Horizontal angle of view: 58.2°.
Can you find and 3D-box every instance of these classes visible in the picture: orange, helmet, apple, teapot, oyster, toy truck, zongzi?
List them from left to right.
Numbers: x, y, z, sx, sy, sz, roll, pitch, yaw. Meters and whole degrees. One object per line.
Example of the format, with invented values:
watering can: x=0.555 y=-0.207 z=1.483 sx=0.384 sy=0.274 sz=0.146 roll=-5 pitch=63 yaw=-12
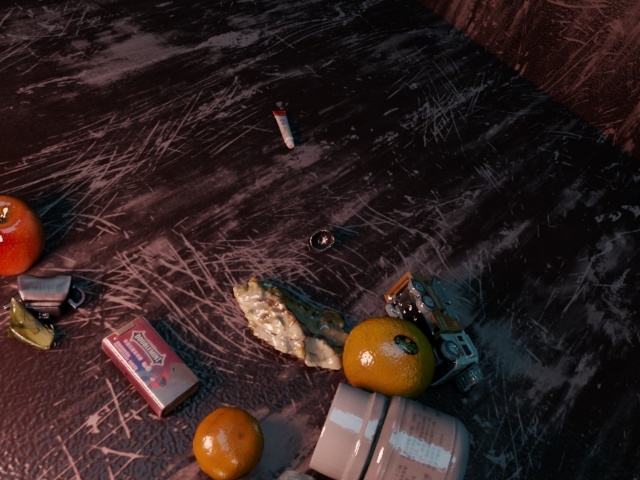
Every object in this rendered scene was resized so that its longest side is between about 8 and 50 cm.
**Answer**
apple: x=-0.761 y=-0.011 z=1.391 sx=0.181 sy=0.168 sz=0.181 roll=11 pitch=55 yaw=-16
zongzi: x=-0.650 y=0.191 z=1.300 sx=0.109 sy=0.119 sz=0.055 roll=23 pitch=36 yaw=-1
teapot: x=-0.652 y=0.142 z=1.362 sx=0.177 sy=0.087 sz=0.096 roll=2 pitch=57 yaw=-18
orange: x=-0.201 y=0.445 z=1.257 sx=0.156 sy=0.124 sz=0.156 roll=20 pitch=50 yaw=-26
oyster: x=-0.072 y=0.205 z=1.504 sx=0.355 sy=0.107 sz=0.201 roll=23 pitch=46 yaw=-1
helmet: x=-0.001 y=0.000 z=1.725 sx=0.084 sy=0.049 sz=0.065 roll=-23 pitch=95 yaw=-3
orange: x=0.172 y=0.300 z=1.442 sx=0.236 sy=0.236 sz=0.236 roll=10 pitch=51 yaw=-12
toy truck: x=0.330 y=0.256 z=1.590 sx=0.184 sy=0.133 sz=0.338 roll=4 pitch=48 yaw=-37

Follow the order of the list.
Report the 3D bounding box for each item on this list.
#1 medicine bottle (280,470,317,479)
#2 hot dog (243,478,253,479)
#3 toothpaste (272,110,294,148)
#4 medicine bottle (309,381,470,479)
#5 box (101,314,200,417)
medicine bottle: x=-0.063 y=0.605 z=1.222 sx=0.090 sy=0.053 sz=0.208 roll=20 pitch=51 yaw=-6
hot dog: x=-0.203 y=0.550 z=1.233 sx=0.137 sy=0.028 sz=0.044 roll=-20 pitch=88 yaw=-28
toothpaste: x=-0.125 y=-0.394 z=2.007 sx=0.048 sy=0.031 sz=0.190 roll=-5 pitch=52 yaw=-19
medicine bottle: x=0.150 y=0.466 z=1.282 sx=0.306 sy=0.245 sz=0.245 roll=21 pitch=49 yaw=7
box: x=-0.396 y=0.292 z=1.343 sx=0.224 sy=0.069 sz=0.120 roll=42 pitch=51 yaw=14
